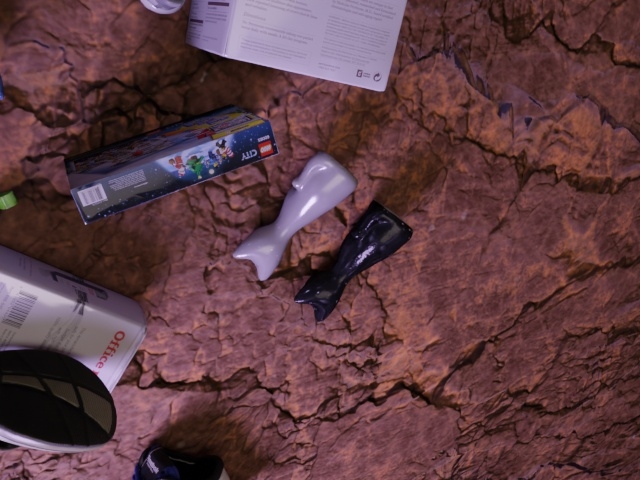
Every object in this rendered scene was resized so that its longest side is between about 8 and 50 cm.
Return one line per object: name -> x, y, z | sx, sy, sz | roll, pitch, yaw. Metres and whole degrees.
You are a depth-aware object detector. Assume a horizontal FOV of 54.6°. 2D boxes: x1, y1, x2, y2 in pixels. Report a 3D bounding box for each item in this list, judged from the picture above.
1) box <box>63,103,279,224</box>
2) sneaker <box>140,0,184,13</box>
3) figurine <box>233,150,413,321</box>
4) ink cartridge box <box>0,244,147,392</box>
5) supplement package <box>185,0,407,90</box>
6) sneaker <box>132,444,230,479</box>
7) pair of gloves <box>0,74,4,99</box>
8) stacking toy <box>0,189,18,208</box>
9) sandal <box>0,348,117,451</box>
box -> -0.187, -0.102, 0.755 | 0.233, 0.159, 0.044 | -22, 116, -16
sneaker -> -0.153, -0.368, 0.682 | 0.086, 0.132, 0.228 | -2, 111, -25
figurine -> 0.000, 0.000, 0.933 | 0.215, 0.092, 0.209 | 39, 94, -31
ink cartridge box -> -0.360, 0.120, 0.800 | 0.218, 0.092, 0.158 | 30, 96, -30
supplement package -> -0.021, -0.333, 0.720 | 0.199, 0.198, 0.262 | 5, 107, -26
sneaker -> -0.272, 0.418, 0.953 | 0.316, 0.127, 0.182 | -22, 114, -24
pair of gloves -> -0.447, -0.191, 0.651 | 0.198, 0.023, 0.159 | -6, 90, -23
stacking toy -> -0.479, -0.078, 0.689 | 0.221, 0.052, 0.167 | -21, 117, -17
sandal -> -0.390, 0.190, 0.713 | 0.303, 0.120, 0.086 | 12, 135, -26
